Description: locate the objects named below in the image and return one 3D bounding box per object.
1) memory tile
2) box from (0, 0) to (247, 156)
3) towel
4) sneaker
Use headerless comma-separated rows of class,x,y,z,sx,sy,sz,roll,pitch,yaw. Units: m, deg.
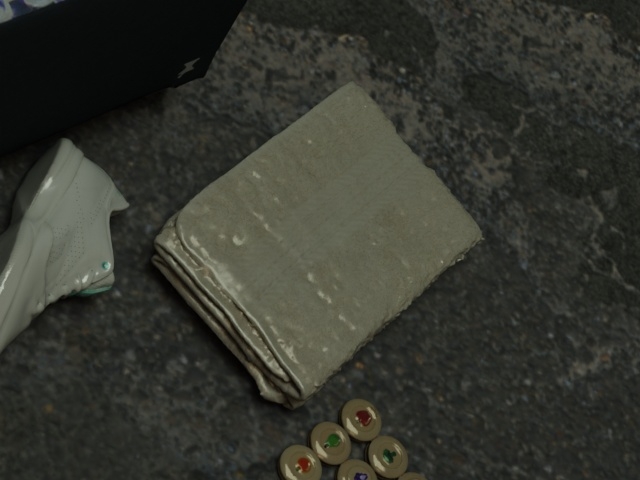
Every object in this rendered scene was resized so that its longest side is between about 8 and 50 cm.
memory tile,0.040,0.205,1.429,0.113,0.012,0.148,-33,84,-37
box,-0.275,-0.283,1.367,0.293,0.212,0.395,-28,74,-37
towel,0.000,0.000,1.498,0.187,0.049,0.282,50,51,1
sneaker,-0.201,0.022,1.358,0.094,0.080,0.212,39,50,-21
